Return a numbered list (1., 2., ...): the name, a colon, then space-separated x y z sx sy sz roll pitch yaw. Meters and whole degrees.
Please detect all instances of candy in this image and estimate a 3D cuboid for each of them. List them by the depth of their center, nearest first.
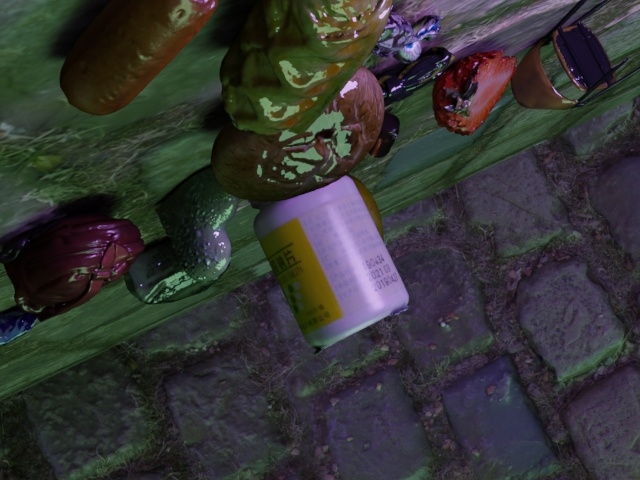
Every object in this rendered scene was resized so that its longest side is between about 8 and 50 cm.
1. candy: 0.098 -0.284 0.960 0.094 0.051 0.226 -43 167 32
2. candy: -0.737 0.210 1.580 0.275 0.070 0.145 -25 -178 -27

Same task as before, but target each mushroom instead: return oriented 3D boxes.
1. mushroom: -0.027 -0.155 1.044 0.278 0.146 0.278 -22 160 -8

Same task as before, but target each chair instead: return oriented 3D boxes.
1. chair: 0.523 -0.368 1.430 0.172 0.159 0.247 -19 170 -28

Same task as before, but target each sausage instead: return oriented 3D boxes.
1. sausage: -0.163 -0.182 0.634 0.197 0.076 0.076 -30 172 36

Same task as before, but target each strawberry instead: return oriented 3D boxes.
1. strawberry: 0.280 -0.296 1.373 0.236 0.106 0.175 -16 131 -62

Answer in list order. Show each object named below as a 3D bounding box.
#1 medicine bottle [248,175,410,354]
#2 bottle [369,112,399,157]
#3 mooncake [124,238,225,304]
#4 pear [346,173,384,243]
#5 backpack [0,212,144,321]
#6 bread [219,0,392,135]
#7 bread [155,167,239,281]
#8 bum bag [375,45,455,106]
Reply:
1. medicine bottle: 0.000 0.000 1.345 0.213 0.379 0.213 -25 173 -3
2. bottle: 0.135 -0.223 1.517 0.060 0.060 0.164 -25 173 -7
3. mooncake: -0.339 0.072 1.703 0.254 0.136 0.250 -24 177 -10
4. pear: 0.027 -0.018 1.664 0.252 0.307 0.253 -17 176 -1
5. backpack: -0.389 0.032 1.158 0.229 0.139 0.229 -22 176 -2
6. bread: -0.015 -0.214 0.736 0.152 0.130 0.267 -63 -168 -27
7. bread: -0.228 -0.040 1.297 0.064 0.172 0.232 -17 125 -52
8. bum bag: 0.117 -0.257 1.176 0.232 0.060 0.106 -23 -178 -6
